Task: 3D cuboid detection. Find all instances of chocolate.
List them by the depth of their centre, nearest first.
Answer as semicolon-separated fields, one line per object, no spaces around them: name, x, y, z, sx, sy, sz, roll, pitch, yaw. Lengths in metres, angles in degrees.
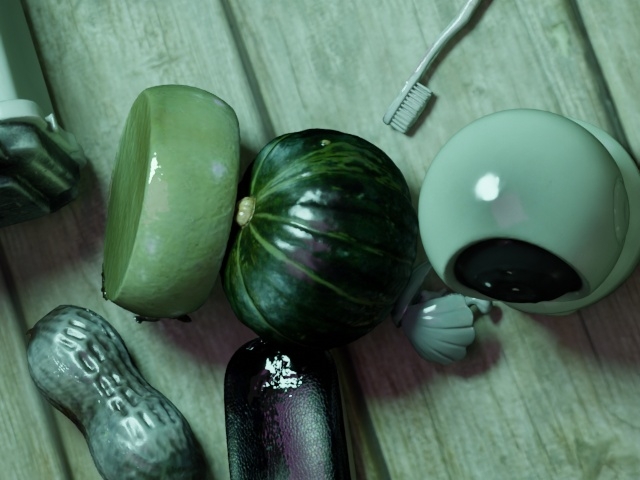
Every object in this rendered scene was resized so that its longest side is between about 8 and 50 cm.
chocolate;-0.209;0.170;1.934;0.110;0.110;0.248;-48;68;12

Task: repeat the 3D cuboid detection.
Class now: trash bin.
trash bin;-0.405;-0.197;1.916;0.255;0.296;0.368;-15;78;6

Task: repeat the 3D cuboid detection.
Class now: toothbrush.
toothbrush;0.154;-0.236;1.862;0.029;0.025;0.307;35;100;11

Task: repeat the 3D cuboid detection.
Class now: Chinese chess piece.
Chinese chess piece;-0.148;-0.036;1.866;0.092;0.238;0.238;9;90;-17

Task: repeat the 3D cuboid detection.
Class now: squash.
squash;-0.003;-0.002;1.823;0.172;0.218;0.218;11;91;-16

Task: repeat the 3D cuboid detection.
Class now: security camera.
security camera;0.189;-0.030;1.726;0.194;0.236;0.195;-2;85;18

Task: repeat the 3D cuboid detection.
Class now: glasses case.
glasses case;-0.024;0.246;1.874;0.122;0.075;0.314;-10;83;18

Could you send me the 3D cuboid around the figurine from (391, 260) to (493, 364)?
figurine;0.112;0.075;1.842;0.086;0.082;0.094;28;123;4
